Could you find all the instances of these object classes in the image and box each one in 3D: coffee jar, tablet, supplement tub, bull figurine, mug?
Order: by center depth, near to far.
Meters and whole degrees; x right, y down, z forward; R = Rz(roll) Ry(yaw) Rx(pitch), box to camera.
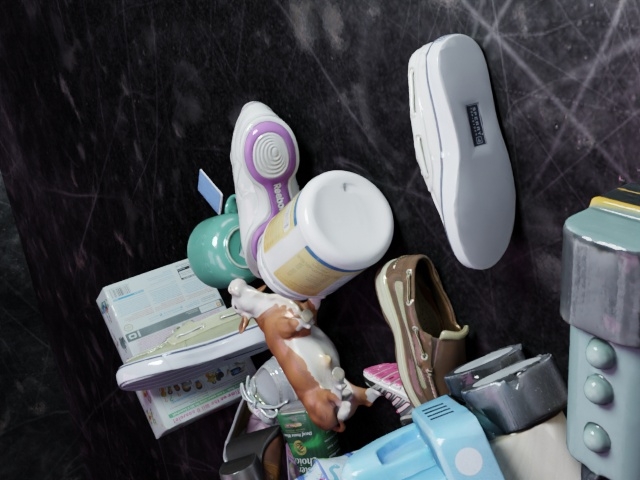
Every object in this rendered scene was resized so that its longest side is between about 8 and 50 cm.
[{"bbox_3d":[0.000,0.000,1.219,0.144,0.144,0.199,64,148,9],"label":"supplement tub"},{"bbox_3d":[-0.027,0.171,1.386,0.310,0.101,0.188,55,145,2],"label":"bull figurine"},{"bbox_3d":[-0.159,0.004,1.476,0.097,0.129,0.158,-11,98,55],"label":"mug"},{"bbox_3d":[-0.006,0.373,1.488,0.096,0.079,0.184,-15,96,33],"label":"coffee jar"},{"bbox_3d":[-0.211,-0.093,1.619,0.083,0.006,0.054,48,143,32],"label":"tablet"}]

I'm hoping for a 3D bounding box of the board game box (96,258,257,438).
[{"bbox_3d":[-0.282,0.207,1.689,0.303,0.224,0.097,63,147,12],"label":"board game box"}]

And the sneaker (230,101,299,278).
[{"bbox_3d":[-0.082,-0.081,1.366,0.152,0.114,0.305,-118,24,-55],"label":"sneaker"}]

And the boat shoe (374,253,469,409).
[{"bbox_3d":[0.153,0.140,1.119,0.095,0.095,0.257,-31,81,52],"label":"boat shoe"}]

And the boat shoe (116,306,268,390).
[{"bbox_3d":[-0.233,0.196,1.568,0.109,0.302,0.094,93,158,-66],"label":"boat shoe"}]

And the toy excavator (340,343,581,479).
[{"bbox_3d":[0.086,0.305,0.877,0.433,0.445,0.222,71,174,-85],"label":"toy excavator"}]

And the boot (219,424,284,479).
[{"bbox_3d":[-0.077,0.476,1.444,0.264,0.096,0.280,-96,-12,-84],"label":"boot"}]

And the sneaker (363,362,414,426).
[{"bbox_3d":[0.125,0.234,1.237,0.170,0.063,0.075,17,115,46],"label":"sneaker"}]

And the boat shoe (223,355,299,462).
[{"bbox_3d":[-0.114,0.336,1.618,0.118,0.103,0.320,53,144,24],"label":"boat shoe"}]

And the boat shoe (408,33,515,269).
[{"bbox_3d":[0.153,-0.099,0.982,0.088,0.096,0.267,0,106,61],"label":"boat shoe"}]

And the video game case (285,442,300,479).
[{"bbox_3d":[-0.006,0.505,1.628,0.173,0.022,0.190,29,130,47],"label":"video game case"}]

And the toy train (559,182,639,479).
[{"bbox_3d":[0.303,0.096,0.770,0.142,0.190,0.334,26,128,49],"label":"toy train"}]

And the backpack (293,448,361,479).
[{"bbox_3d":[0.062,0.504,1.333,0.290,0.273,0.355,-118,35,-64],"label":"backpack"}]
